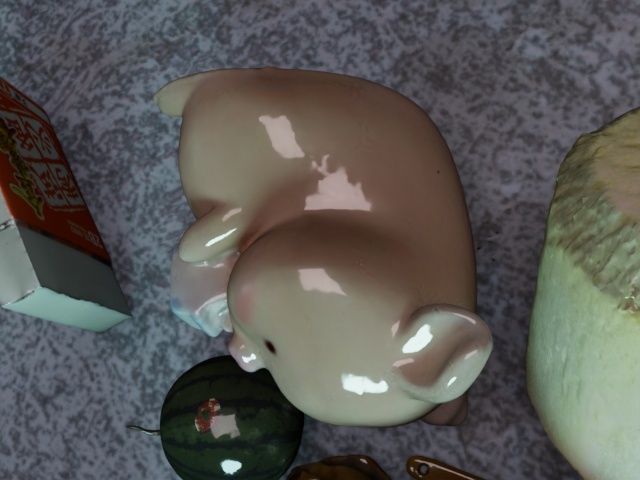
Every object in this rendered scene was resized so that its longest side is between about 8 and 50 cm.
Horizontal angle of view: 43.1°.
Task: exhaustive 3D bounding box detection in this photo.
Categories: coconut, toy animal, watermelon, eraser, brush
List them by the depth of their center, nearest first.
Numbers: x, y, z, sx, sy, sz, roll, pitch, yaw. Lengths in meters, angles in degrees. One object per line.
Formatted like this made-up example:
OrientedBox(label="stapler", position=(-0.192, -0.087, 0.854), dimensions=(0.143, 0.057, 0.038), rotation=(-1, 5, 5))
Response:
OrientedBox(label="coconut", position=(0.243, 0.053, 0.486), dimensions=(0.239, 0.244, 0.239), rotation=(-6, 37, 5))
OrientedBox(label="toy animal", position=(-0.001, 0.004, 0.567), dimensions=(0.213, 0.195, 0.256), rotation=(-8, 73, 4))
OrientedBox(label="brush", position=(0.143, 0.191, 0.589), dimensions=(0.170, 0.014, 0.043), rotation=(16, 87, 18))
OrientedBox(label="watermelon", position=(-0.078, 0.138, 0.605), dimensions=(0.133, 0.105, 0.105), rotation=(-3, 77, 3))
OrientedBox(label="eraser", position=(-0.239, -0.040, 0.658), dimensions=(0.038, 0.157, 0.230), rotation=(-28, 73, 4))

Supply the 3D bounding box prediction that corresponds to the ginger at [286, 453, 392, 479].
OrientedBox(label="ginger", position=(0.097, 0.234, 0.502), dimensions=(0.321, 0.172, 0.165), rotation=(15, 121, 22))
